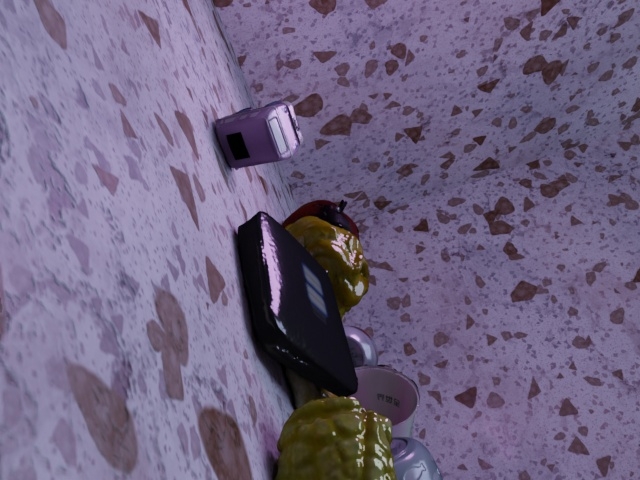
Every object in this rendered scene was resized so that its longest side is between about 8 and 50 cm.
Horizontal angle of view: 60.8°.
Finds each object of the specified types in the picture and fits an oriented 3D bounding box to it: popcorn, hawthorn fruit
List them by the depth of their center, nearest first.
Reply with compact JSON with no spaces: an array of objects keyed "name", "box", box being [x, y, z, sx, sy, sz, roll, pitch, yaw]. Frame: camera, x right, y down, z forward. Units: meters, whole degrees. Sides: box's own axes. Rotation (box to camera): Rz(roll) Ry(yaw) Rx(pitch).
[{"name":"popcorn","box":[0.028,0.368,0.864,0.255,0.195,0.256,-62,133,-74]},{"name":"hawthorn fruit","box":[-0.009,0.015,1.829,0.316,0.316,0.316,-19,90,-88]}]

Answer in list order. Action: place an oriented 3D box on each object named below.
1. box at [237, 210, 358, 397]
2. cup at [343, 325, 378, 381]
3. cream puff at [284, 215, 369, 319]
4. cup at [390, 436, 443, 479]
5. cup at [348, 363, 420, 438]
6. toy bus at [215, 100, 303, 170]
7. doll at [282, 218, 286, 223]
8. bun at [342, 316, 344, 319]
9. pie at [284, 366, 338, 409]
[{"name":"box","box":[-0.046,0.143,1.188,0.359,0.091,0.350,45,22,-44]},{"name":"cup","box":[0.082,0.384,1.780,0.317,0.212,0.212,55,16,-79]},{"name":"cream puff","box":[0.030,0.077,1.551,0.270,0.274,0.323,-21,98,-45]},{"name":"cup","box":[0.122,0.580,1.092,0.357,0.259,0.274,-9,77,-56]},{"name":"cup","box":[0.150,0.531,1.544,0.253,0.253,0.274,-105,-169,-63]},{"name":"toy bus","box":[-0.165,-0.268,1.398,0.142,0.202,0.142,-52,129,-49]},{"name":"doll","box":[-0.038,0.067,2.306,0.348,0.161,0.423,24,42,-64]},{"name":"bun","box":[-0.001,0.249,1.935,0.173,0.120,0.173,28,23,-13]},{"name":"pie","box":[-0.021,0.337,1.310,0.339,0.077,0.339,-25,90,-85]}]
